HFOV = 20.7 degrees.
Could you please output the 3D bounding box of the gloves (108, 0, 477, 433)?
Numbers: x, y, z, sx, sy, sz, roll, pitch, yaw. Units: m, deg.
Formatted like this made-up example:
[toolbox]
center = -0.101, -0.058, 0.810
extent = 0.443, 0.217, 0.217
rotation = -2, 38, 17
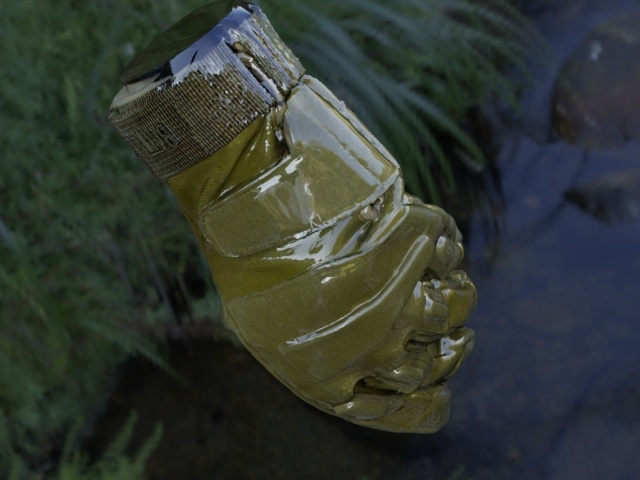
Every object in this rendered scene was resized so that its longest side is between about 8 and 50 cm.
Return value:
[gloves]
center = 0.001, 0.005, 1.076
extent = 0.154, 0.331, 0.141
rotation = -35, 26, 3
